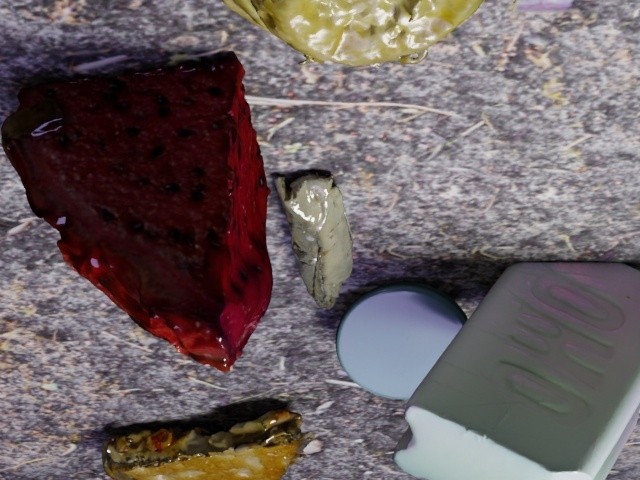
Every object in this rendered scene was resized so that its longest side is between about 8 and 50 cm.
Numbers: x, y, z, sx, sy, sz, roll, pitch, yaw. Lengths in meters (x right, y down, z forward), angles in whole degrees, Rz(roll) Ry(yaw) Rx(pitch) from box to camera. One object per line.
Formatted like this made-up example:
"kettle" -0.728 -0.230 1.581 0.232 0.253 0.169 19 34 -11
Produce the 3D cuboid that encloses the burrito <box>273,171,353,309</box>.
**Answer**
"burrito" -0.002 0.002 1.865 0.058 0.063 0.229 28 154 27

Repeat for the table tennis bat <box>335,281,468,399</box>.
"table tennis bat" 0.132 0.136 2.051 0.244 0.040 0.153 27 113 -17

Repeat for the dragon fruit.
"dragon fruit" -0.134 -0.028 1.579 0.302 0.330 0.240 10 126 -22

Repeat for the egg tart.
"egg tart" 0.046 -0.225 1.397 0.290 0.115 0.290 -5 153 -2

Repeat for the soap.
"soap" 0.249 0.152 1.930 0.208 0.347 0.115 26 134 16

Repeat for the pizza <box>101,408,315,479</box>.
"pizza" -0.157 0.279 2.319 0.251 0.074 0.288 7 148 -22
